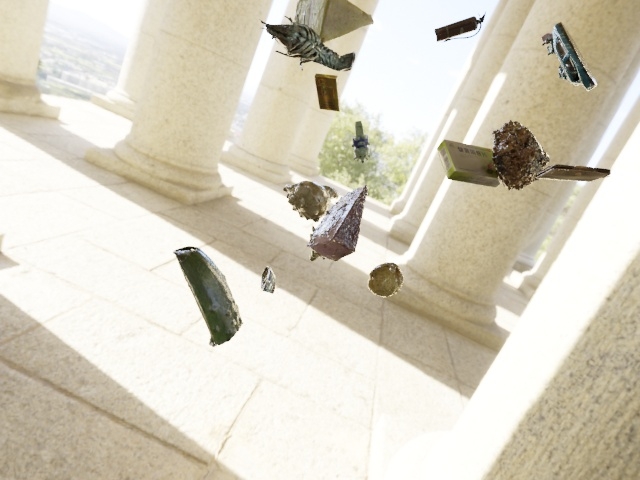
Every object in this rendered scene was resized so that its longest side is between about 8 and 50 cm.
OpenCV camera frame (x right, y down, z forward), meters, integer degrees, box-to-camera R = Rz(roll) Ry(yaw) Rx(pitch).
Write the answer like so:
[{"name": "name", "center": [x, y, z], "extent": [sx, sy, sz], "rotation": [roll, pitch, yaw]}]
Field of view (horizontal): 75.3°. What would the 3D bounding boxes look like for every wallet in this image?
[{"name": "wallet", "center": [0.729, -0.194, 1.196], "extent": [0.176, 0.026, 0.095], "rotation": [5, -8, -3]}]

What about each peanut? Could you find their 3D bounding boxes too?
[{"name": "peanut", "center": [0.275, 0.168, 1.764], "extent": [0.140, 0.159, 0.109], "rotation": [63, 2, 38]}]

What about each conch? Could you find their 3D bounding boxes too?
[{"name": "conch", "center": [-0.052, -0.193, 1.988], "extent": [0.263, 0.186, 0.324], "rotation": [26, 12, 38]}]

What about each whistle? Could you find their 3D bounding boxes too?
[{"name": "whistle", "center": [0.233, -0.568, 2.405], "extent": [0.110, 0.244, 0.092], "rotation": [-6, 21, 4]}]

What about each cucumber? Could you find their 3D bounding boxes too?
[{"name": "cucumber", "center": [-0.344, 0.161, 1.300], "extent": [0.145, 0.325, 0.105], "rotation": [-30, 15, -32]}]

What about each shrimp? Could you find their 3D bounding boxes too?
[{"name": "shrimp", "center": [-0.043, -0.771, 1.643], "extent": [0.166, 0.221, 0.411], "rotation": [3, -7, 45]}]

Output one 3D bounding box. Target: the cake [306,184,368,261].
[{"name": "cake", "center": [0.072, -0.054, 1.243], "extent": [0.112, 0.116, 0.295], "rotation": [49, 44, -25]}]

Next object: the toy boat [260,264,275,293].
[{"name": "toy boat", "center": [-0.196, 0.151, 1.545], "extent": [0.046, 0.080, 0.229], "rotation": [29, 7, -14]}]

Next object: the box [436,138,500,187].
[{"name": "box", "center": [0.632, -0.323, 1.747], "extent": [0.261, 0.062, 0.175], "rotation": [5, 57, -20]}]

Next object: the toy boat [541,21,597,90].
[{"name": "toy boat", "center": [0.864, -0.626, 1.453], "extent": [0.134, 0.092, 0.298], "rotation": [28, 50, -35]}]

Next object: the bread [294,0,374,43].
[{"name": "bread", "center": [0.076, -0.982, 1.949], "extent": [0.362, 0.244, 0.233], "rotation": [1, 11, -42]}]

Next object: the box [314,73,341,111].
[{"name": "box", "center": [0.029, -0.559, 1.573], "extent": [0.089, 0.022, 0.156], "rotation": [12, -28, 13]}]

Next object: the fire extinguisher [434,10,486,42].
[{"name": "fire extinguisher", "center": [0.449, -0.675, 1.326], "extent": [0.157, 0.045, 0.078], "rotation": [-9, -27, 23]}]

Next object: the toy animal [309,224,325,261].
[{"name": "toy animal", "center": [0.000, 0.000, 2.073], "extent": [0.101, 0.218, 0.103], "rotation": [0, 4, -7]}]

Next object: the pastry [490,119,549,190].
[{"name": "pastry", "center": [0.777, -0.334, 1.614], "extent": [0.193, 0.274, 0.275], "rotation": [-9, -5, 32]}]
